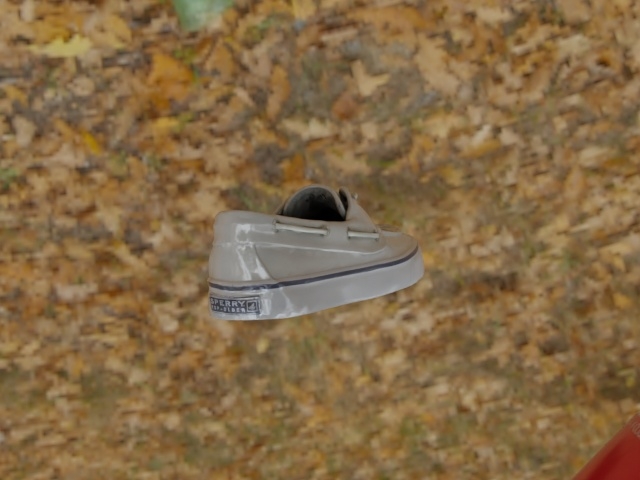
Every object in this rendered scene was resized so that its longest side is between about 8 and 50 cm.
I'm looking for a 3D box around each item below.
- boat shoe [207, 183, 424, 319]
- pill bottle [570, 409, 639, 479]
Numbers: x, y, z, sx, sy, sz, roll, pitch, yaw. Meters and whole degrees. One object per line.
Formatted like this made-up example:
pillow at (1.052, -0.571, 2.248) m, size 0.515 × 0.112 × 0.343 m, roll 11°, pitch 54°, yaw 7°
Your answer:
boat shoe at (0.000, 0.000, 0.961) m, size 0.096 × 0.088 × 0.267 m, roll 1°, pitch -173°, yaw 34°
pill bottle at (0.188, 0.245, 0.686) m, size 0.408 × 0.229 × 0.229 m, roll -47°, pitch 147°, yaw 4°
